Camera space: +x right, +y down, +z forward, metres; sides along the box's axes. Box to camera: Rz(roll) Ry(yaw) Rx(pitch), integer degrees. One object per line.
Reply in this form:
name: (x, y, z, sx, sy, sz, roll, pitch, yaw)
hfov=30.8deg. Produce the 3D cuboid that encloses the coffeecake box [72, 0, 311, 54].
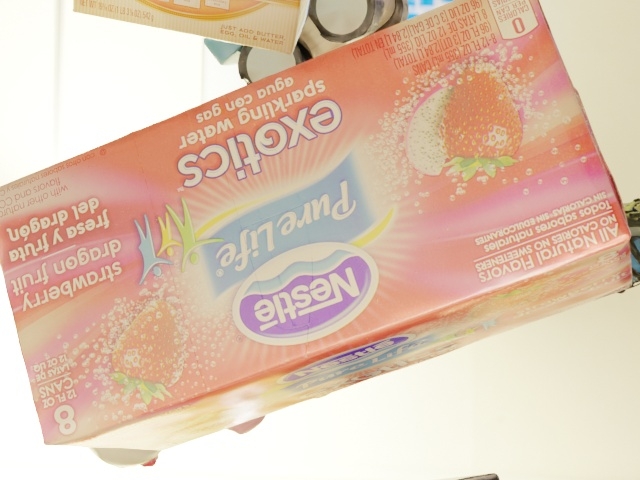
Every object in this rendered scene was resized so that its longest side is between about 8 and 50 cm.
coffeecake box: (-0.068, -0.221, 0.695, 0.142, 0.185, 0.068, 11, -147, 2)

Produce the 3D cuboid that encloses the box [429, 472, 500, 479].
box: (0.084, 0.275, 0.810, 0.108, 0.207, 0.153, -13, 170, -9)

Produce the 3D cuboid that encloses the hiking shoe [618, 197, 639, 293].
hiking shoe: (0.441, 0.011, 1.588, 0.304, 0.132, 0.113, 14, -146, 35)

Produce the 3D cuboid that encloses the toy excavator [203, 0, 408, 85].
toy excavator: (-0.145, -0.414, 1.850, 0.433, 0.445, 0.222, -36, 177, 21)

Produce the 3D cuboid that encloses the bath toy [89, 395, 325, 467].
bath toy: (-0.089, 0.127, 1.186, 0.348, 0.151, 0.129, -28, 171, -26)

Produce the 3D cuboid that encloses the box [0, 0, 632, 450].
box: (0.000, 0.000, 0.617, 0.300, 0.142, 0.154, -20, 165, 10)
